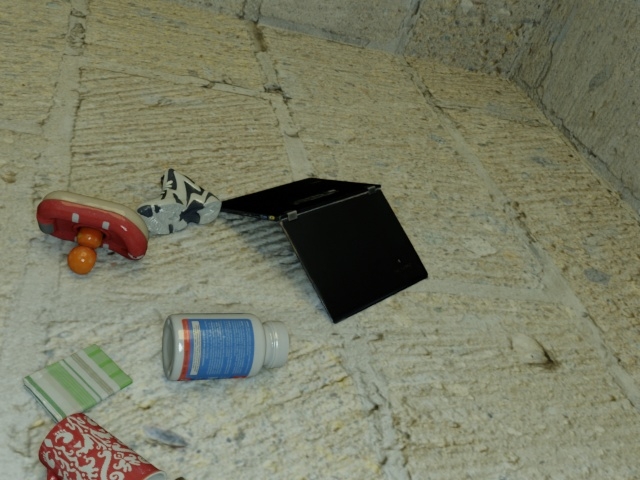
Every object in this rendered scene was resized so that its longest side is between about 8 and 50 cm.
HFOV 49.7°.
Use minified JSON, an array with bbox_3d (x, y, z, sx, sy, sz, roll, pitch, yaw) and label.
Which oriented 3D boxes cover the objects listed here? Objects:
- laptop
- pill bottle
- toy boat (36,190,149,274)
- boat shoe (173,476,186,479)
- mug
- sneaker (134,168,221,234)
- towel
[{"bbox_3d":[0.000,0.000,1.762,0.408,0.236,0.382,11,21,41],"label":"laptop"},{"bbox_3d":[-0.177,0.198,1.298,0.221,0.124,0.124,3,38,-24],"label":"pill bottle"},{"bbox_3d":[-0.477,0.000,1.431,0.231,0.151,0.151,13,65,-10],"label":"toy boat"},{"bbox_3d":[-0.212,0.435,1.017,0.060,0.064,0.178,43,22,-27],"label":"boat shoe"},{"bbox_3d":[-0.339,0.348,1.019,0.169,0.113,0.150,32,34,21],"label":"mug"},{"bbox_3d":[-0.367,-0.101,1.641,0.235,0.094,0.153,-18,49,-43],"label":"sneaker"},{"bbox_3d":[-0.419,0.248,1.198,0.113,0.023,0.152,39,36,21],"label":"towel"}]
